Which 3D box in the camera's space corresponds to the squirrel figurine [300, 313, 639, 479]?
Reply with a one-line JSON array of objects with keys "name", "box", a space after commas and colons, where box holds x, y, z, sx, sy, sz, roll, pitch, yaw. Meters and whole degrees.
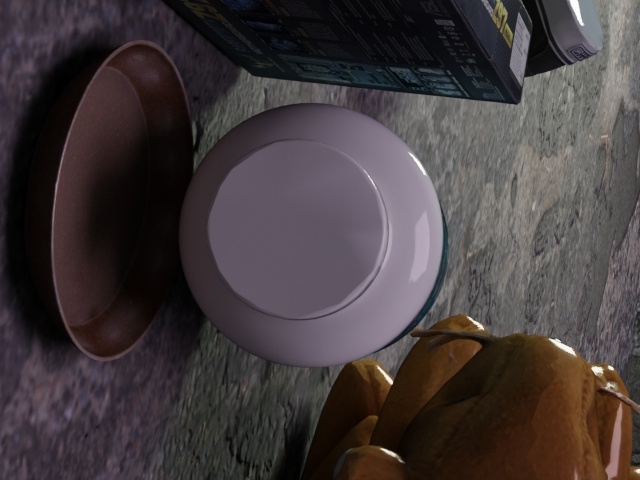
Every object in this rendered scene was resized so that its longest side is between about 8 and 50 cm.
[{"name": "squirrel figurine", "box": [0.086, 0.239, 1.083, 0.397, 0.281, 0.370, -60, 176, -15]}]

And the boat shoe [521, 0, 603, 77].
[{"name": "boat shoe", "box": [0.172, -0.295, 1.474, 0.113, 0.105, 0.306, 6, 68, -62]}]

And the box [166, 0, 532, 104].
[{"name": "box", "box": [0.011, -0.141, 0.911, 0.233, 0.183, 0.059, 33, 65, -70]}]

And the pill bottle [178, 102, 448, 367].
[{"name": "pill bottle", "box": [0.000, 0.000, 0.929, 0.264, 0.146, 0.146, 19, 79, -83]}]

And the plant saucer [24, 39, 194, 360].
[{"name": "plant saucer", "box": [-0.111, -0.022, 0.836, 0.168, 0.029, 0.168, 7, 90, -73]}]
